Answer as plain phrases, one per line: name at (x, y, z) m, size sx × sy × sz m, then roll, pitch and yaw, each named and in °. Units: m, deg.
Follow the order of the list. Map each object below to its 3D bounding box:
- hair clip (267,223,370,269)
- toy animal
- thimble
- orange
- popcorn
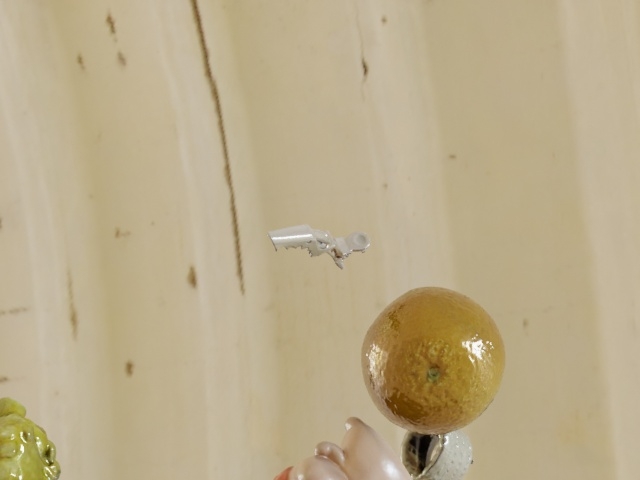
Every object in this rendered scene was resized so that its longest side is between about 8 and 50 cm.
hair clip at (0.000, 0.000, 1.607) m, size 0.072 × 0.034 × 0.226 m, roll -37°, pitch -25°, yaw 18°
toy animal at (0.024, 0.355, 1.526) m, size 0.171 × 0.197 × 0.171 m, roll 47°, pitch -21°, yaw 24°
thimble at (0.195, 0.362, 1.877) m, size 0.102 × 0.115 × 0.090 m, roll -15°, pitch -35°, yaw 37°
orange at (0.166, 0.179, 1.637) m, size 0.236 × 0.236 × 0.236 m, roll 7°, pitch -41°, yaw 6°
popcorn at (-0.636, 0.451, 2.232) m, size 0.192 × 0.266 × 0.233 m, roll -20°, pitch -34°, yaw 7°
